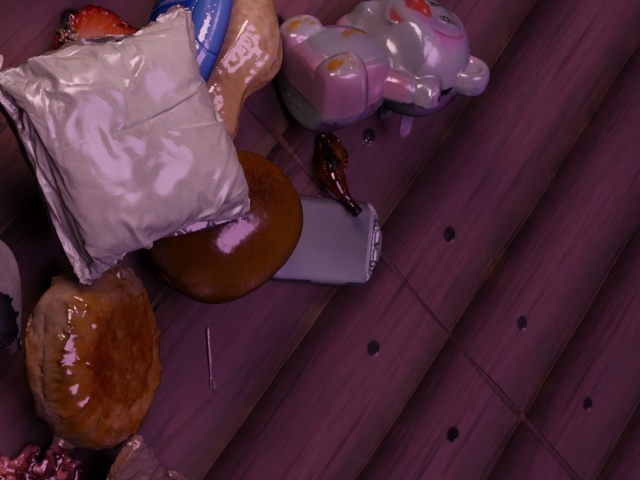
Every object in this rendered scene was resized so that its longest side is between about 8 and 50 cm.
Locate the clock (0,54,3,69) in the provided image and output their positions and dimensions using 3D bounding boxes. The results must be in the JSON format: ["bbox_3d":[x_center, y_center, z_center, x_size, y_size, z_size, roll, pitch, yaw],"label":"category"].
[{"bbox_3d":[-0.472,-0.238,1.631,0.151,0.062,0.191,-18,77,-36],"label":"clock"}]

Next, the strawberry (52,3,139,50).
[{"bbox_3d":[-0.312,-0.271,1.806,0.152,0.048,0.104,2,85,-54],"label":"strawberry"}]

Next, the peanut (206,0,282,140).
[{"bbox_3d":[-0.132,-0.245,1.903,0.125,0.111,0.274,27,78,-12],"label":"peanut"}]

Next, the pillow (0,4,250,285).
[{"bbox_3d":[-0.242,-0.123,1.684,0.283,0.138,0.310,-27,107,-21],"label":"pillow"}]

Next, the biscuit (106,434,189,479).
[{"bbox_3d":[-0.255,0.367,1.848,0.133,0.032,0.250,-49,150,-12],"label":"biscuit"}]

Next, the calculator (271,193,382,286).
[{"bbox_3d":[0.000,0.000,2.063,0.246,0.045,0.141,5,91,-37],"label":"calculator"}]

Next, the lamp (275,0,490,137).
[{"bbox_3d":[0.090,-0.256,2.032,0.301,0.247,0.247,-22,137,-27],"label":"lamp"}]

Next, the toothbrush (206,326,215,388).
[{"bbox_3d":[-0.166,0.178,1.973,0.006,0.008,0.097,-12,100,-50],"label":"toothbrush"}]

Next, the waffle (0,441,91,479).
[{"bbox_3d":[-0.402,0.395,1.783,0.234,0.055,0.221,-32,110,-37],"label":"waffle"}]

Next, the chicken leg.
[{"bbox_3d":[0.026,-0.105,2.061,0.062,0.037,0.145,1,68,-33],"label":"chicken leg"}]

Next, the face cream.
[{"bbox_3d":[-0.181,-0.320,1.831,0.083,0.149,0.264,31,63,-41],"label":"face cream"}]

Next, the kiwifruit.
[{"bbox_3d":[-0.141,-0.016,1.865,0.234,0.196,0.196,-37,115,-23],"label":"kiwifruit"}]

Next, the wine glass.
[{"bbox_3d":[-0.456,0.002,1.661,0.143,0.143,0.321,-15,105,-36],"label":"wine glass"}]

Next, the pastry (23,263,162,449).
[{"bbox_3d":[-0.311,0.156,1.759,0.236,0.121,0.257,48,48,-56],"label":"pastry"}]
